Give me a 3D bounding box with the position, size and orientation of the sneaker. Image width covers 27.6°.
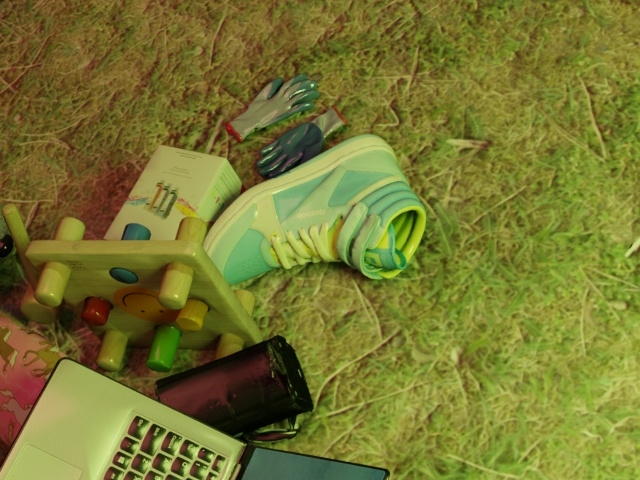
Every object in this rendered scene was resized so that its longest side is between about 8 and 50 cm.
[{"bbox_3d":[0.000,0.000,1.789,0.319,0.127,0.208,-34,50,-2],"label":"sneaker"}]

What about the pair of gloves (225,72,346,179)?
[{"bbox_3d":[-0.050,-0.174,1.996,0.159,0.023,0.198,-35,51,-3],"label":"pair of gloves"}]

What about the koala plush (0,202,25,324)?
[{"bbox_3d":[-0.535,0.024,1.943,0.203,0.196,0.221,4,59,30],"label":"koala plush"}]

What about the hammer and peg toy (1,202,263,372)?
[{"bbox_3d":[-0.283,0.075,1.757,0.361,0.266,0.127,1,57,21],"label":"hammer and peg toy"}]

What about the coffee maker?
[{"bbox_3d":[-0.118,0.192,1.669,0.178,0.171,0.120,-22,51,6],"label":"coffee maker"}]

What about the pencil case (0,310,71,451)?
[{"bbox_3d":[-0.365,0.238,1.740,0.386,0.167,0.160,28,63,34],"label":"pencil case"}]

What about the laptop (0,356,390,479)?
[{"bbox_3d":[-0.199,0.355,1.442,0.407,0.236,0.382,26,69,0],"label":"laptop"}]

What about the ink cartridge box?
[{"bbox_3d":[-0.202,-0.025,1.882,0.127,0.128,0.176,14,64,29],"label":"ink cartridge box"}]
